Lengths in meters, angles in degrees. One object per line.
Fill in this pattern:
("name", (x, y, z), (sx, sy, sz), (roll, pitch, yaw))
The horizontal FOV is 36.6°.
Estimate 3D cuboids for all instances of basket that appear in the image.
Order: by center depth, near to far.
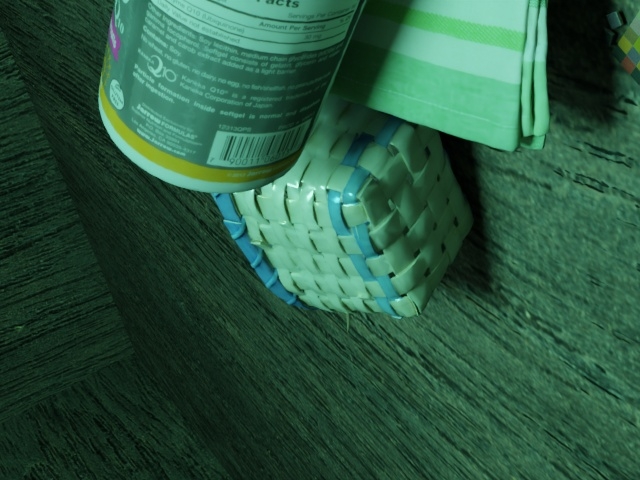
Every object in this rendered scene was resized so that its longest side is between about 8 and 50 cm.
("basket", (-0.014, -0.053, 0.919), (0.289, 0.201, 0.255), (13, 149, 32))

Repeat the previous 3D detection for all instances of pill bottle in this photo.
("pill bottle", (-0.049, -0.175, 0.637), (0.162, 0.162, 0.278), (53, 141, 25))

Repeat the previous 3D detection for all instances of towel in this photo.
("towel", (0.061, -0.238, 0.637), (0.248, 0.038, 0.325), (26, 128, 39))

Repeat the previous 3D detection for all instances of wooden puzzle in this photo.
("wooden puzzle", (0.213, -0.118, 0.619), (0.083, 0.006, 0.049), (56, 159, 17))

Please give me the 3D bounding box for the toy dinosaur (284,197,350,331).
("toy dinosaur", (0.000, 0.000, 1.246), (0.211, 0.064, 0.112), (60, 180, 34))
